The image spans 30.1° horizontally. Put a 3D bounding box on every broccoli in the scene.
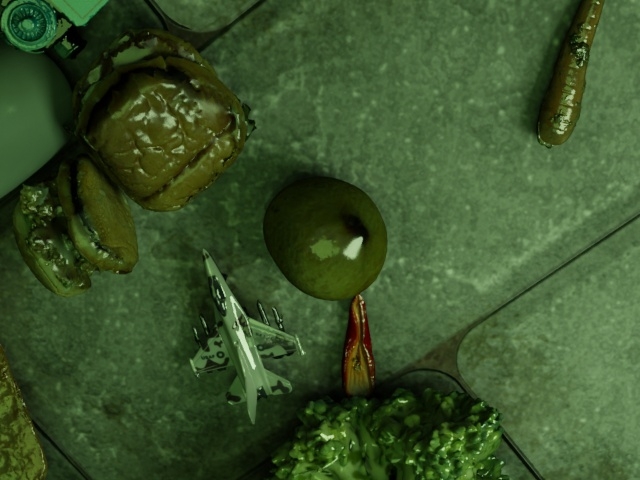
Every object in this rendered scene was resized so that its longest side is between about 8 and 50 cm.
[{"bbox_3d":[0.089,0.329,1.513,0.338,0.317,0.277,-19,115,-25],"label":"broccoli"}]

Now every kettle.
[{"bbox_3d":[-0.414,-0.098,1.363,0.161,0.236,0.221,36,121,-4],"label":"kettle"}]

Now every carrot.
[{"bbox_3d":[0.306,-0.229,1.410,0.049,0.049,0.254,13,106,-3],"label":"carrot"}]

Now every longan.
[{"bbox_3d":[0.000,0.000,1.457,0.176,0.145,0.155,-17,87,49],"label":"longan"}]

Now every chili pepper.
[{"bbox_3d":[0.048,0.139,1.562,0.045,0.027,0.178,-4,111,-1],"label":"chili pepper"}]

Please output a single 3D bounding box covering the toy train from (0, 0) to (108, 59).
[{"bbox_3d":[-0.324,-0.308,1.364,0.154,0.107,0.198,-43,104,8],"label":"toy train"}]

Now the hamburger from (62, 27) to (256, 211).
[{"bbox_3d":[-0.191,-0.136,1.401,0.183,0.130,0.206,-41,115,9],"label":"hamburger"}]

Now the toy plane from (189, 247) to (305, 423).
[{"bbox_3d":[-0.106,0.116,1.540,0.160,0.082,0.234,-14,96,17],"label":"toy plane"}]

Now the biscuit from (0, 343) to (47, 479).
[{"bbox_3d":[-0.446,0.234,1.586,0.118,0.029,0.247,-20,93,3],"label":"biscuit"}]

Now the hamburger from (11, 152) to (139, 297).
[{"bbox_3d":[-0.309,-0.015,1.440,0.131,0.159,0.185,-21,144,11],"label":"hamburger"}]
